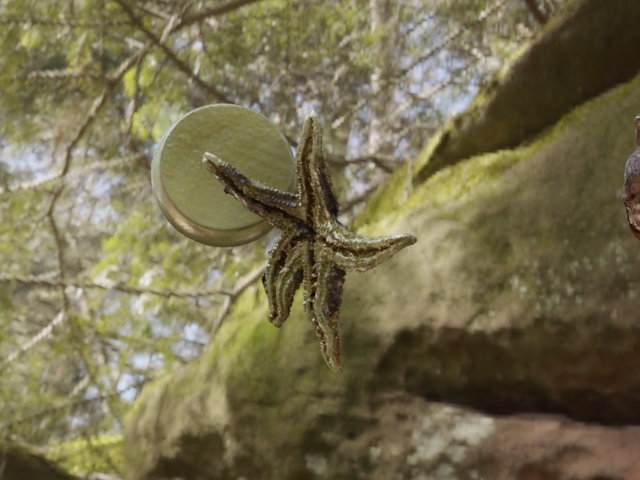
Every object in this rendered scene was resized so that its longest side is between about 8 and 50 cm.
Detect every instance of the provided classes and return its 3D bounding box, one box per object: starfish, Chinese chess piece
[{"bbox_3d":[0.000,0.000,0.902,0.176,0.053,0.208,10,-58,41],"label":"starfish"},{"bbox_3d":[-0.095,-0.064,1.165,0.144,0.144,0.058,14,-18,-4],"label":"Chinese chess piece"}]

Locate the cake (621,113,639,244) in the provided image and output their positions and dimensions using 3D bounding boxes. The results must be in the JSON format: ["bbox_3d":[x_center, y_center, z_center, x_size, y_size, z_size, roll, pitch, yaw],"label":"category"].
[{"bbox_3d":[0.466,-0.080,1.292,0.199,0.293,0.196,10,-64,40],"label":"cake"}]

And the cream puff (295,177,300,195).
[{"bbox_3d":[-0.026,-0.058,1.485,0.058,0.083,0.083,-16,-51,-15],"label":"cream puff"}]
